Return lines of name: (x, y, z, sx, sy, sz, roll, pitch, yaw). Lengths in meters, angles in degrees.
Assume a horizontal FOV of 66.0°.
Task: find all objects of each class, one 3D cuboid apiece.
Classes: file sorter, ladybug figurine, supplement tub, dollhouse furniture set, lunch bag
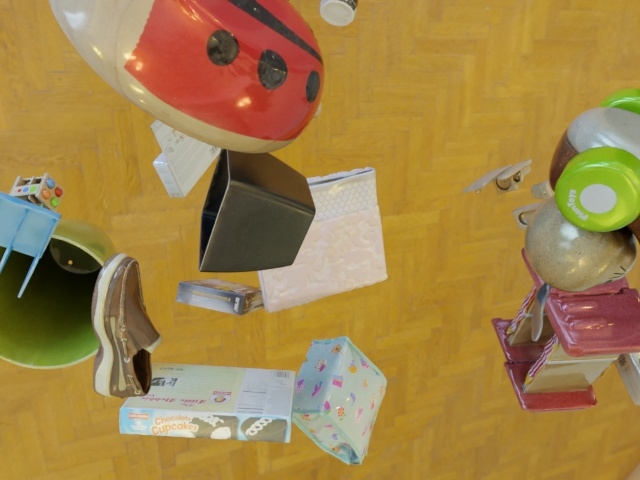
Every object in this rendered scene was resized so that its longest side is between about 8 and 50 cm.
file sorter: (-0.502, -0.001, 0.728, 0.170, 0.105, 0.118, 24, 133, -29)
ladybug figurine: (-0.148, -0.299, 0.729, 0.449, 0.161, 0.305, 16, 62, -43)
supplement tub: (0.067, -0.783, 1.540, 0.116, 0.117, 0.191, 20, 70, -26)
dollhouse furniture set: (0.429, -0.082, 1.080, 0.123, 0.144, 0.151, -30, 99, -35)
dollhouse furniture set: (0.452, 0.116, 0.668, 0.373, 0.152, 0.201, -3, 141, -1)
lunch bag: (0.056, 0.406, 1.241, 0.262, 0.160, 0.224, 51, 45, -29)

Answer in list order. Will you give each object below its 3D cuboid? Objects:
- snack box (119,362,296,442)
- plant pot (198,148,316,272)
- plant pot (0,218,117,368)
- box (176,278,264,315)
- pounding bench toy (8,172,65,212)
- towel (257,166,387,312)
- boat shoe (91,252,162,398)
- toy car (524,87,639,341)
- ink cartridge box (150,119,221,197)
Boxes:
snack box: (-0.215, 0.325, 1.006, 0.321, 0.187, 0.060, 4, 102, 0)
plant pot: (-0.114, -0.054, 0.887, 0.166, 0.188, 0.188, 13, 122, -22)
plant pot: (-0.531, 0.067, 1.025, 0.274, 0.293, 0.275, -4, 110, -10)
box: (-0.257, 0.150, 1.350, 0.182, 0.231, 0.056, 10, 89, 12)
pounding bench toy: (-0.488, -0.066, 0.845, 0.065, 0.083, 0.052, -5, 146, 9)
towel: (0.000, 0.000, 1.208, 0.331, 0.053, 0.317, -14, 113, -14)
boat shoe: (-0.289, 0.139, 0.767, 0.095, 0.095, 0.258, 14, 119, 1)
toy car: (0.228, 0.003, 0.393, 0.155, 0.148, 0.189, -42, 158, -42)
ink cartridge box: (-0.396, -0.300, 1.438, 0.060, 0.275, 0.239, 4, 135, 22)
